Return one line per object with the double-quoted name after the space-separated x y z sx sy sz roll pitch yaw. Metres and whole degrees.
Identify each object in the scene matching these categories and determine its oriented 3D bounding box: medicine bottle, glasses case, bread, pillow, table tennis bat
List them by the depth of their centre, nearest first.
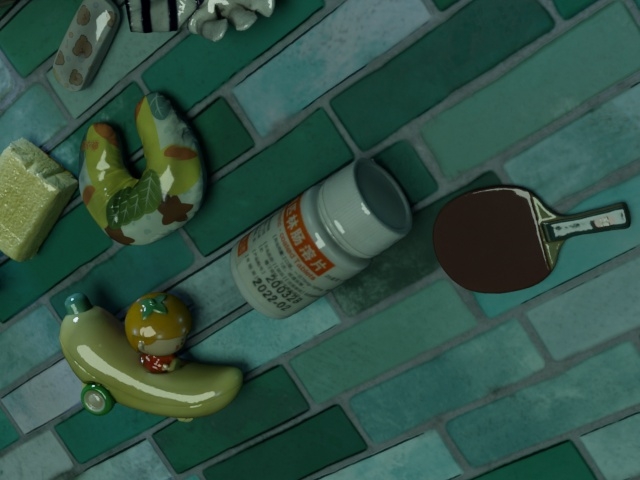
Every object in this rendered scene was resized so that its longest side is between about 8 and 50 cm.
0.282 -0.008 1.296 0.274 0.021 0.154 -12 103 29 "table tennis bat"
0.000 0.000 1.354 0.252 0.144 0.144 -32 94 28 "medicine bottle"
-0.360 -0.302 1.457 0.063 0.041 0.164 40 120 6 "glasses case"
-0.281 -0.103 1.481 0.233 0.086 0.214 -19 89 31 "pillow"
-0.500 -0.066 1.590 0.125 0.068 0.188 42 120 5 "bread"

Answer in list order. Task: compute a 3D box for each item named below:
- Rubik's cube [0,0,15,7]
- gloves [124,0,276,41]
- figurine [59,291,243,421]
-0.529 -0.479 1.309 0.316 0.319 0.321 -11 103 26 "Rubik's cube"
-0.162 -0.349 1.322 0.219 0.131 0.140 -7 106 -6 "gloves"
-0.277 0.183 1.559 0.325 0.124 0.222 13 110 16 "figurine"
